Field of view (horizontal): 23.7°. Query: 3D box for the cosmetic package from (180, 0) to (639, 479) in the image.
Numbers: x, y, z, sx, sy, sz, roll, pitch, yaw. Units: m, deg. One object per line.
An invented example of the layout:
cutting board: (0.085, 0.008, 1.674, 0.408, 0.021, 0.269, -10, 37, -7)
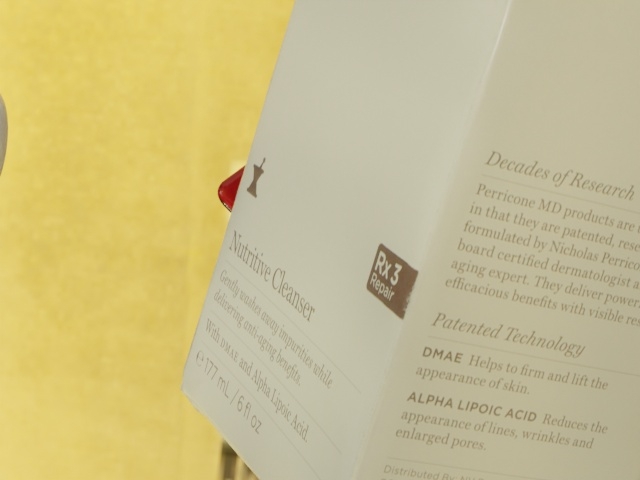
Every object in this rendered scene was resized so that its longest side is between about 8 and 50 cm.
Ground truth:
cosmetic package: (0.081, -0.059, 0.709, 0.217, 0.156, 0.385, 35, 112, 62)

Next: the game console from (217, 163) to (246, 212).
game console: (0.000, 0.000, 1.097, 0.085, 0.144, 0.124, -43, -5, -10)

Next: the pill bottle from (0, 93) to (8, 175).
pill bottle: (-0.369, -0.089, 1.223, 0.117, 0.208, 0.118, -18, 68, 53)
